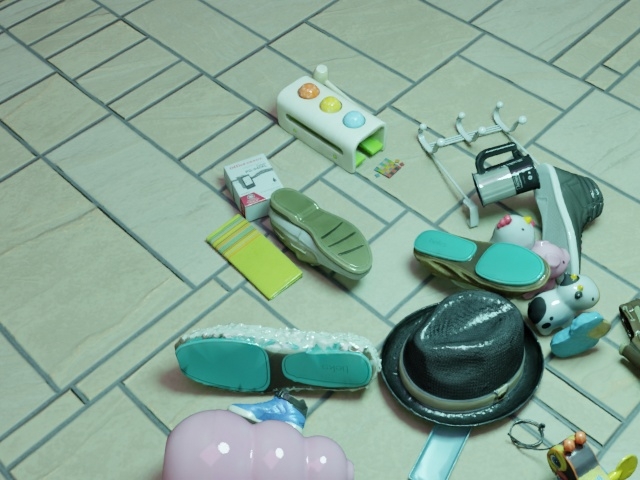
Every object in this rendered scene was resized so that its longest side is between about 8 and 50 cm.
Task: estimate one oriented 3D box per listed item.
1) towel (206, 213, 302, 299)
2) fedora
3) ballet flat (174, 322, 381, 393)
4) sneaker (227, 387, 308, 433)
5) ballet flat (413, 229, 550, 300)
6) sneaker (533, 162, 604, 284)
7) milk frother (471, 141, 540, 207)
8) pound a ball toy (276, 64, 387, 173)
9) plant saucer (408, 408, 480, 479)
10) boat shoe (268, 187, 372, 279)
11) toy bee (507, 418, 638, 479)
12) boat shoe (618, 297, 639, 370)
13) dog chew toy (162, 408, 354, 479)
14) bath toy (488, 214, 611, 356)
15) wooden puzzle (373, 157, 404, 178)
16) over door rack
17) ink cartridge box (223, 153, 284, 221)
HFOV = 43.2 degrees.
[{"bbox_3d":[-0.152,0.036,1.845,0.102,0.021,0.237,-38,59,-19],"label":"towel"},{"bbox_3d":[0.283,0.199,1.591,0.334,0.152,0.334,0,45,0],"label":"fedora"},{"bbox_3d":[-0.082,0.232,1.630,0.409,0.147,0.147,5,51,3],"label":"ballet flat"},{"bbox_3d":[-0.099,0.325,1.575,0.152,0.058,0.084,14,58,8],"label":"sneaker"},{"bbox_3d":[0.341,0.065,1.686,0.342,0.124,0.116,14,55,45],"label":"ballet flat"},{"bbox_3d":[0.575,-0.034,1.810,0.147,0.104,0.295,4,66,-20],"label":"sneaker"},{"bbox_3d":[0.414,-0.155,1.847,0.135,0.143,0.129,-18,88,7],"label":"milk frother"},{"bbox_3d":[0.037,-0.341,2.073,0.208,0.135,0.319,-38,59,-25],"label":"pound a ball toy"},{"bbox_3d":[0.236,0.388,1.537,0.067,0.018,0.192,22,56,20],"label":"plant saucer"},{"bbox_3d":[0.000,0.000,1.813,0.113,0.103,0.302,-25,52,-33],"label":"boat shoe"},{"bbox_3d":[0.447,0.416,1.413,0.298,0.162,0.195,29,59,24],"label":"toy bee"},{"bbox_3d":[0.646,0.228,1.615,0.095,0.095,0.257,-6,43,15],"label":"boat shoe"},{"bbox_3d":[-0.107,0.407,1.428,0.332,0.206,0.206,4,50,-5],"label":"dog chew toy"},{"bbox_3d":[0.470,0.068,1.704,0.151,0.129,0.348,-27,51,2],"label":"bath toy"},{"bbox_3d":[0.168,-0.181,2.017,0.049,0.006,0.083,33,59,26],"label":"wooden puzzle"},{"bbox_3d":[0.407,-0.207,1.964,0.240,0.108,0.324,-16,52,-10],"label":"over door rack"},{"bbox_3d":[-0.158,-0.129,1.951,0.109,0.063,0.150,-21,53,-14],"label":"ink cartridge box"}]
